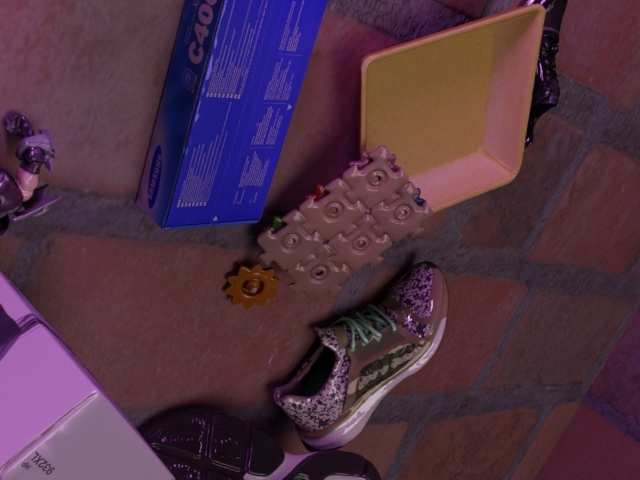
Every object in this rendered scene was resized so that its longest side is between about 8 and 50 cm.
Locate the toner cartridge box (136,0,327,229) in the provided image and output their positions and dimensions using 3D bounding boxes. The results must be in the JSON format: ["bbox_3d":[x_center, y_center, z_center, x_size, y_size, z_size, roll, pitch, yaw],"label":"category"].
[{"bbox_3d":[-0.113,-0.186,1.146,0.165,0.075,0.348,-5,122,-44],"label":"toner cartridge box"}]

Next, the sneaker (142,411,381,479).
[{"bbox_3d":[-0.139,0.434,1.552,0.447,0.169,0.257,20,145,-26],"label":"sneaker"}]

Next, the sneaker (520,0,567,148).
[{"bbox_3d":[0.375,-0.288,1.545,0.107,0.124,0.283,1,119,-48],"label":"sneaker"}]

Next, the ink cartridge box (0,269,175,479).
[{"bbox_3d":[-0.327,0.171,1.013,0.129,0.307,0.223,-40,142,-16],"label":"ink cartridge box"}]

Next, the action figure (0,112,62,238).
[{"bbox_3d":[-0.366,-0.102,0.933,0.185,0.099,0.285,-33,144,-35],"label":"action figure"}]

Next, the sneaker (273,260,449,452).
[{"bbox_3d":[0.072,0.189,1.612,0.410,0.158,0.182,-51,132,-8],"label":"sneaker"}]

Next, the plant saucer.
[{"bbox_3d":[0.183,-0.198,1.424,0.333,0.081,0.332,-21,134,-23],"label":"plant saucer"}]

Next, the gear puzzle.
[{"bbox_3d":[0.000,0.000,1.382,0.339,0.044,0.175,-36,125,8],"label":"gear puzzle"}]
